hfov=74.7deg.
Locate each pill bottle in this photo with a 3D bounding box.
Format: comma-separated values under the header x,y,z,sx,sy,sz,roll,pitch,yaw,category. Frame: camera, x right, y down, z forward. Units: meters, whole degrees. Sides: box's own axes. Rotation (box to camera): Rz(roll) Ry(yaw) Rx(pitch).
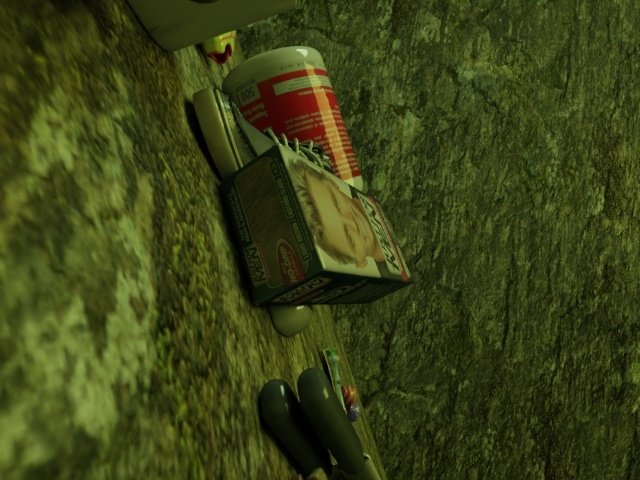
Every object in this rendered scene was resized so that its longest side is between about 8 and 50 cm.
x,y,z,sx,sy,sz,roll,pitch,yaw,category
-0.043,-0.177,0.913,0.229,0.229,0.407,-102,173,-85,pill bottle

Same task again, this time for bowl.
x,y,z,sx,sy,sz,roll,pitch,yaw,category
-0.052,0.074,0.655,0.142,0.053,0.141,72,0,-71,bowl

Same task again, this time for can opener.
x,y,z,sx,sy,sz,roll,pitch,yaw,category
0.016,0.242,0.448,0.093,0.074,0.280,-107,178,-56,can opener

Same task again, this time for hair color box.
x,y,z,sx,sy,sz,roll,pitch,yaw,category
0.020,0.001,0.640,0.347,0.105,0.173,14,52,-60,hair color box

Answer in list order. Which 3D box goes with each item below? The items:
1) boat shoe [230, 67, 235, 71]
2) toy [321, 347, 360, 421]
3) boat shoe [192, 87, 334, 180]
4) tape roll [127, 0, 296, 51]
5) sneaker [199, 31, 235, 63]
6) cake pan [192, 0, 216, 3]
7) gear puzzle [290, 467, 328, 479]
x,y,z,sx,sy,sz,roll,pitch,yaw,category
-0.236,-0.531,1.341,0.183,0.083,0.065,-108,178,-60,boat shoe
0.063,0.386,1.061,0.137,0.056,0.237,63,8,-76,toy
-0.066,-0.131,0.654,0.340,0.158,0.127,70,1,-73,boat shoe
-0.142,-0.358,0.458,0.246,0.169,0.246,-20,90,-89,tape roll
-0.207,-0.399,0.833,0.208,0.082,0.094,-95,176,-70,sneaker
-0.123,-0.277,0.207,0.293,0.054,0.293,45,-29,33,cake pan
-0.018,0.215,0.146,0.339,0.044,0.175,59,13,-73,gear puzzle
